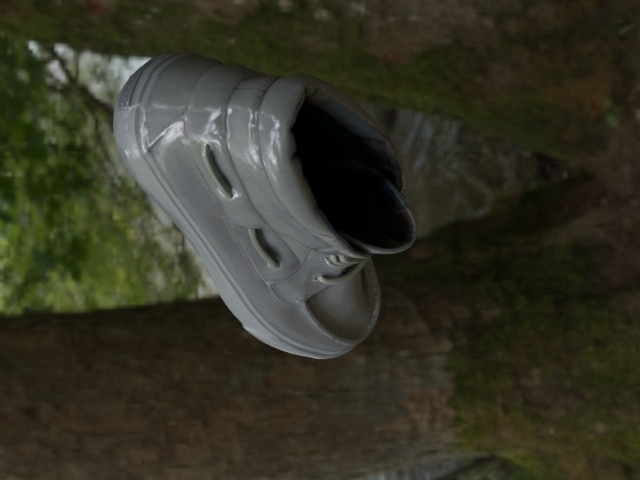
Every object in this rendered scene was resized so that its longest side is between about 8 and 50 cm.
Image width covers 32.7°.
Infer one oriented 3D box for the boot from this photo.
[{"bbox_3d":[0.000,0.000,0.604,0.123,0.258,0.095,13,66,37],"label":"boot"}]
